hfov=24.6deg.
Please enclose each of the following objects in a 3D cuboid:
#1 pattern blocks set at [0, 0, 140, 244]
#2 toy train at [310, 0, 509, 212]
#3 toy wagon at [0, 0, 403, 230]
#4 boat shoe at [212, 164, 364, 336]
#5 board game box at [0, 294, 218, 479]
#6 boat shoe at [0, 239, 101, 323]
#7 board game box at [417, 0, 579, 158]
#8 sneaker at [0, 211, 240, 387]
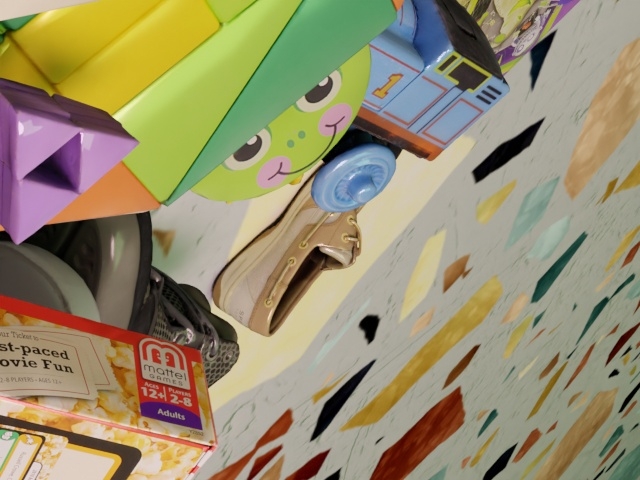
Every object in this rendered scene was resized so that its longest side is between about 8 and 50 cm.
[{"bbox_3d":[-0.096,-0.110,0.268,0.285,0.026,0.325,-31,141,-24],"label":"pattern blocks set"},{"bbox_3d":[-0.002,-0.078,0.622,0.105,0.080,0.184,-43,148,18],"label":"toy train"},{"bbox_3d":[-0.052,-0.101,0.424,0.267,0.068,0.344,-39,145,-2],"label":"toy wagon"},{"bbox_3d":[0.000,0.000,0.834,0.135,0.045,0.050,-47,158,-7],"label":"boat shoe"},{"bbox_3d":[-0.151,0.073,0.449,0.193,0.045,0.147,19,124,-28],"label":"board game box"},{"bbox_3d":[-0.181,0.119,0.597,0.306,0.113,0.105,-53,164,15],"label":"boat shoe"},{"bbox_3d":[0.149,-0.216,0.775,0.347,0.056,0.208,-44,153,-13],"label":"board game box"},{"bbox_3d":[-0.093,0.025,0.650,0.130,0.087,0.227,-36,157,-36],"label":"sneaker"}]
